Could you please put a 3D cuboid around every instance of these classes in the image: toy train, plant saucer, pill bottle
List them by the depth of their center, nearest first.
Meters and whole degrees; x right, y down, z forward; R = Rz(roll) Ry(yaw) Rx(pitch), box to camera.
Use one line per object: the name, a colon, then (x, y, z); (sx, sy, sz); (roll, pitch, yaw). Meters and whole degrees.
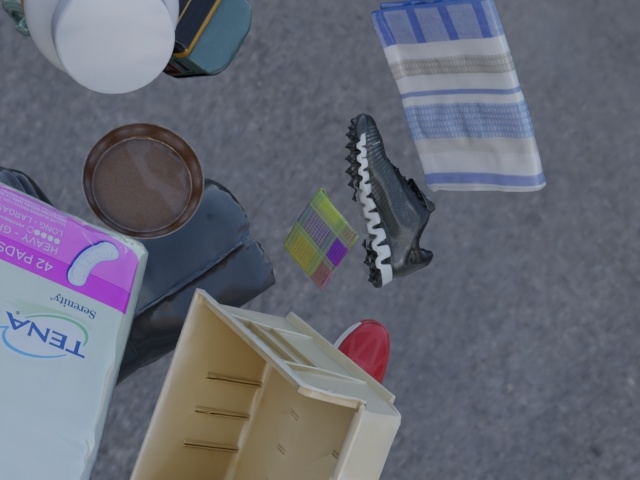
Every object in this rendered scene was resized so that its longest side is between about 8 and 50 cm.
pill bottle: (-0.205, -0.228, 1.161); (0.136, 0.136, 0.246); (9, 27, -23)
toy train: (-0.226, -0.264, 1.452); (0.190, 0.334, 0.142); (39, 71, -31)
plant saucer: (-0.246, -0.080, 1.762); (0.168, 0.029, 0.168); (3, 75, -11)

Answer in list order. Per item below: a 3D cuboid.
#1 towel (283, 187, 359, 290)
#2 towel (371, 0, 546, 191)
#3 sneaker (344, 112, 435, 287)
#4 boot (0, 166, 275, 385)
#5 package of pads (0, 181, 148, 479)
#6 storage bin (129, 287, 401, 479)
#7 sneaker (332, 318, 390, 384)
towel: (0.000, 0.000, 1.129); (0.009, 0.083, 0.060); (-20, 62, -42)
towel: (0.185, -0.192, 1.717); (0.034, 0.209, 0.285); (-37, 118, -36)
sneaker: (0.097, -0.059, 1.712); (0.106, 0.078, 0.234); (-12, 96, -9)
boot: (-0.279, 0.002, 1.885); (0.445, 0.146, 0.367); (-32, 112, -46)
package of pads: (-0.262, 0.059, 0.737); (0.296, 0.101, 0.229); (25, 57, -23)
storage bin: (-0.065, 0.225, 1.278); (0.123, 0.262, 0.260); (14, 12, -33)
sneaker: (0.039, 0.201, 1.548); (0.087, 0.128, 0.221); (27, 82, -14)
